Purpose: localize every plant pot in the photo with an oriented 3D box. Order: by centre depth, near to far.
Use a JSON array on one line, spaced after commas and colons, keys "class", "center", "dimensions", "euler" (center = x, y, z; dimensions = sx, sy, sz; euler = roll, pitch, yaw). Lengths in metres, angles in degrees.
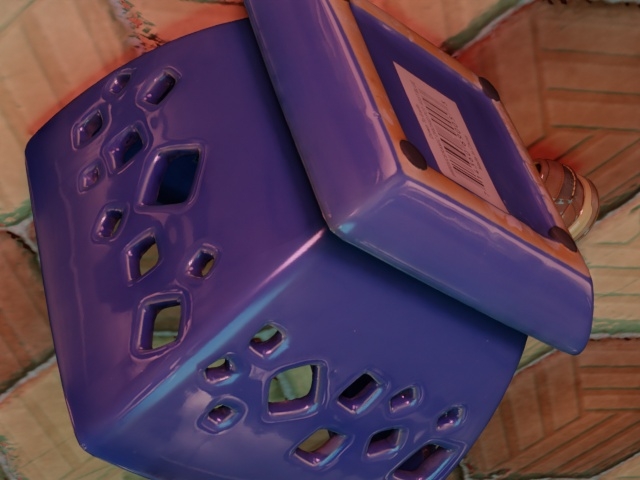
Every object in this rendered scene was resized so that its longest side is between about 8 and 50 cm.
[{"class": "plant pot", "center": [0.000, 0.000, 0.826], "dimensions": [0.212, 0.236, 0.236], "euler": [-41, 135, 23]}]

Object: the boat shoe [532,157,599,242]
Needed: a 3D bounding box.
[{"class": "boat shoe", "center": [0.102, 0.005, 1.004], "dimensions": [0.178, 0.064, 0.060], "euler": [-39, 132, 20]}]
